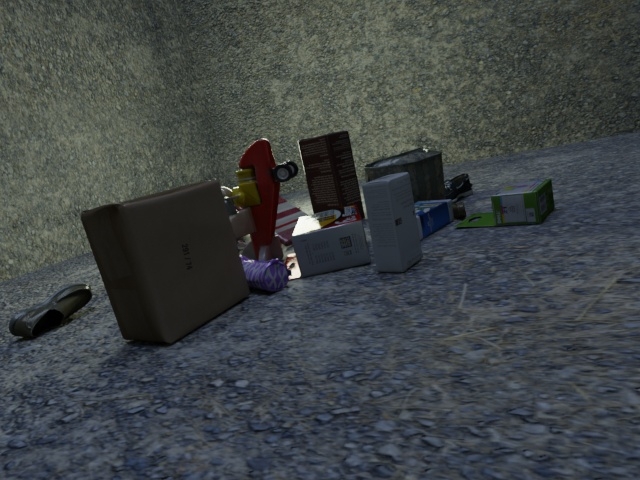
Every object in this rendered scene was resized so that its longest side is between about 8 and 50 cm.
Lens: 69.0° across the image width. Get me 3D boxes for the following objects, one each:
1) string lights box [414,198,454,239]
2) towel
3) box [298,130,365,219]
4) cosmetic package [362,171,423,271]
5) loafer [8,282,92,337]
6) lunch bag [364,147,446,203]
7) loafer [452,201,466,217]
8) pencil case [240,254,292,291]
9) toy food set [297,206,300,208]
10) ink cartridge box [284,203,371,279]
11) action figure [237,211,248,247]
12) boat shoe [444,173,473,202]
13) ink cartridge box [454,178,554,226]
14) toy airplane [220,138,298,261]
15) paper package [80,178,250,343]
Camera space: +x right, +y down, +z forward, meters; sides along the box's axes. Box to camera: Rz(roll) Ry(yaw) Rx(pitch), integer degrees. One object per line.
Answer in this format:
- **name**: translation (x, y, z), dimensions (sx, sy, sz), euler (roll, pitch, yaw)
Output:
- **string lights box**: translation (0.314, -0.064, 1.514), dimensions (0.133, 0.076, 0.260), euler (-1, 17, 42)
- **towel**: translation (-0.178, -0.097, 1.889), dimensions (0.329, 0.037, 0.237), euler (34, 35, 26)
- **box**: translation (0.049, -0.258, 1.977), dimensions (0.143, 0.381, 0.191), euler (-19, 13, -39)
- **cosmetic package**: translation (0.184, -0.045, 1.176), dimensions (0.085, 0.231, 0.117), euler (-4, 15, 39)
- **loafer**: translation (-0.783, 0.216, 1.390), dimensions (0.087, 0.094, 0.251), euler (19, 35, 22)
- **lunch bag**: translation (0.304, -0.192, 1.713), dimensions (0.287, 0.235, 0.169), euler (-20, 24, -18)
- **loafer**: translation (0.462, -0.102, 1.603), dimensions (0.050, 0.056, 0.148), euler (-13, 1, 2)
- **pencil case**: translation (-0.172, 0.089, 1.286), dimensions (0.086, 0.088, 0.206), euler (-19, 12, -38)
- **toy food set**: translation (-0.153, -0.064, 2.021), dimensions (0.128, 0.071, 0.218), euler (-31, 4, 40)
- **ink cartridge box**: translation (0.000, 0.000, 1.422), dimensions (0.272, 0.130, 0.309), euler (-13, 12, 4)
- **action figure**: translation (-0.426, 0.016, 1.813), dimensions (0.276, 0.248, 0.370), euler (22, 23, 14)
- **boat shoe**: translation (0.533, -0.209, 1.936), dimensions (0.114, 0.091, 0.302), euler (-3, 15, 41)
- **ink cartridge box**: translation (0.557, -0.111, 1.428), dimensions (0.255, 0.097, 0.189), euler (-3, 15, 38)
- **toy airplane**: translation (-0.238, -0.097, 1.555), dimensions (0.272, 0.384, 0.386), euler (10, -30, 4)
- **paper package**: translation (-0.355, 0.040, 1.123), dimensions (0.168, 0.325, 0.309), euler (-6, 14, 34)
